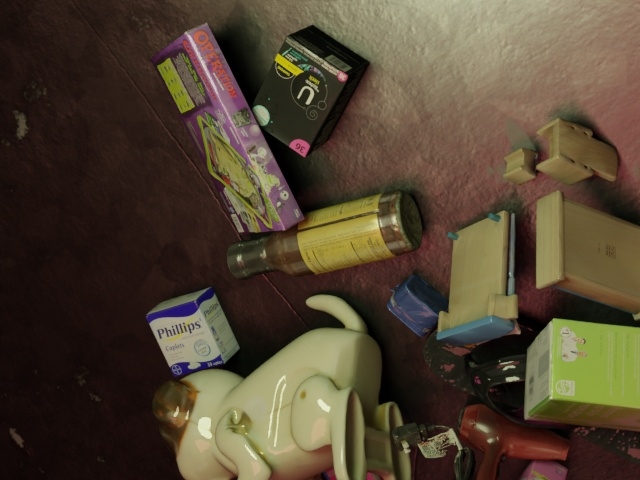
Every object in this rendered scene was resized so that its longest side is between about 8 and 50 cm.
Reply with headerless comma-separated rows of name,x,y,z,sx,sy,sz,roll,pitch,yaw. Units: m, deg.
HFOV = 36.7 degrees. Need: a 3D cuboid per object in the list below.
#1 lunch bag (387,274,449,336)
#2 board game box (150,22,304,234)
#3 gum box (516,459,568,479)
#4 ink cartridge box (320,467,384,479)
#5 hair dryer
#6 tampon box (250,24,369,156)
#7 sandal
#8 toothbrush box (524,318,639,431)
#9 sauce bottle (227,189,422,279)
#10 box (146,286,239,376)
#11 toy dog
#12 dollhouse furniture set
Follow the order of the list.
lunch bag,0.160,0.111,1.635,0.098,0.067,0.065,41,120,4
board game box,-0.160,-0.174,1.605,0.347,0.056,0.208,64,161,-11
gum box,0.351,0.474,1.679,0.062,0.107,0.188,31,120,9
ink cartridge box,0.092,0.538,1.846,0.176,0.069,0.371,-29,99,29
hair dryer,0.282,0.376,1.614,0.293,0.223,0.080,-16,141,-13
tampon box,-0.021,-0.240,1.549,0.120,0.101,0.161,34,120,8
sandal,0.377,0.244,1.573,0.446,0.107,0.167,21,118,14
toothbrush box,0.458,0.207,1.413,0.283,0.206,0.122,5,72,2
sauce bottle,0.000,0.000,1.636,0.344,0.111,0.111,-12,106,28
box,-0.243,0.174,1.833,0.126,0.072,0.137,-18,102,28
toy dog,-0.096,0.306,1.677,0.408,0.284,0.395,-14,78,22
dollhouse furniture set,0.339,0.019,1.505,0.198,0.286,0.303,18,154,-26
